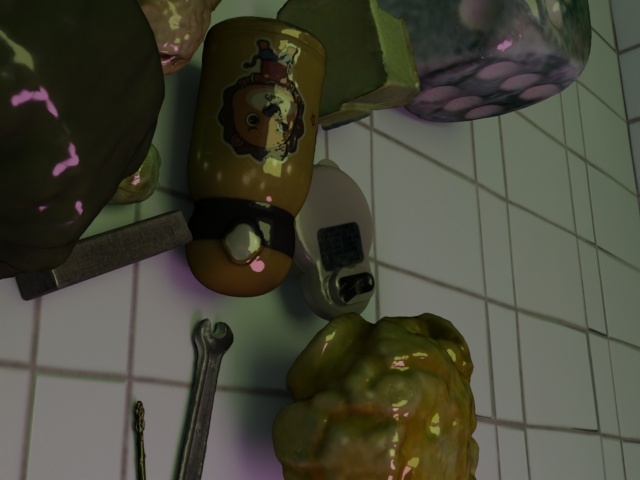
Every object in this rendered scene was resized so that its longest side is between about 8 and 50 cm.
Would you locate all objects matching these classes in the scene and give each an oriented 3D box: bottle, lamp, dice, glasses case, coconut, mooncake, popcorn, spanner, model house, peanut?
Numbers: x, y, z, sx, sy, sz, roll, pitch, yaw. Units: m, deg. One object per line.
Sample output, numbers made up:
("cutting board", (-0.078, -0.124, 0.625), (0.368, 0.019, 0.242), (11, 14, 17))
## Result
("bottle", (-0.089, -0.100, 1.084), (0.171, 0.171, 0.352), (20, 69, -46))
("lamp", (-0.001, 0.002, 1.220), (0.179, 0.108, 0.246), (-11, 83, -41))
("dice", (0.299, -0.429, 1.546), (0.328, 0.330, 0.348), (8, 76, -53))
("glasses case", (-0.246, 0.013, 0.951), (0.205, 0.070, 0.047), (-24, 94, -51))
("coconut", (-0.237, -0.088, 0.988), (0.096, 0.087, 0.088), (4, 75, -56))
("mooncake", (-0.321, -0.130, 0.683), (0.356, 0.356, 0.194), (47, 44, -30))
("popcorn", (0.097, 0.249, 1.112), (0.293, 0.292, 0.334), (42, 7, 14))
("spanner", (-0.156, 0.240, 1.029), (0.071, 0.017, 0.302), (30, 57, -42))
("model house", (0.039, -0.278, 1.306), (0.189, 0.214, 0.195), (4, 69, -58))
("peanut", (-0.196, -0.342, 1.086), (0.149, 0.149, 0.313), (45, 45, -32))

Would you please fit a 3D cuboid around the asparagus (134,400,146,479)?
("asparagus", (-0.207, 0.270, 0.958), (0.016, 0.013, 0.166), (-6, 78, -9))
